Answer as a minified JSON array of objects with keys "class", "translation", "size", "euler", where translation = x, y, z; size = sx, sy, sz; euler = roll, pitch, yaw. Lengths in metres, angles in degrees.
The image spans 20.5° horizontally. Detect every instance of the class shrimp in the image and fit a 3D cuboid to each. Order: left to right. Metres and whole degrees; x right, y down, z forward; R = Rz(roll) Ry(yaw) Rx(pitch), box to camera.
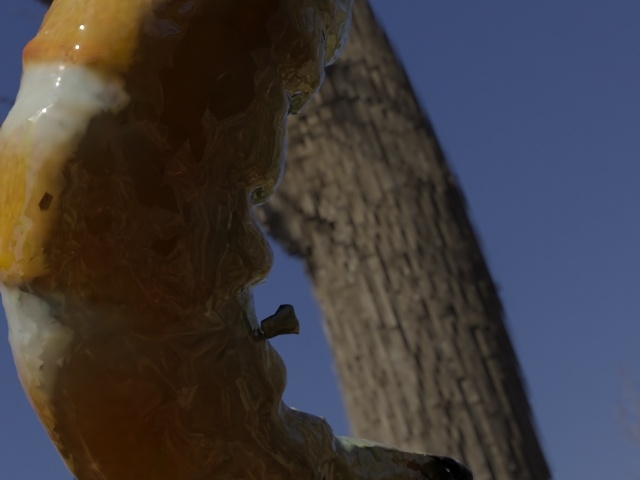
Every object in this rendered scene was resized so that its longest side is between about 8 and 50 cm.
[{"class":"shrimp","translation":[0.000,0.000,0.395],"size":[0.049,0.161,0.166],"euler":[-9,-43,42]}]
